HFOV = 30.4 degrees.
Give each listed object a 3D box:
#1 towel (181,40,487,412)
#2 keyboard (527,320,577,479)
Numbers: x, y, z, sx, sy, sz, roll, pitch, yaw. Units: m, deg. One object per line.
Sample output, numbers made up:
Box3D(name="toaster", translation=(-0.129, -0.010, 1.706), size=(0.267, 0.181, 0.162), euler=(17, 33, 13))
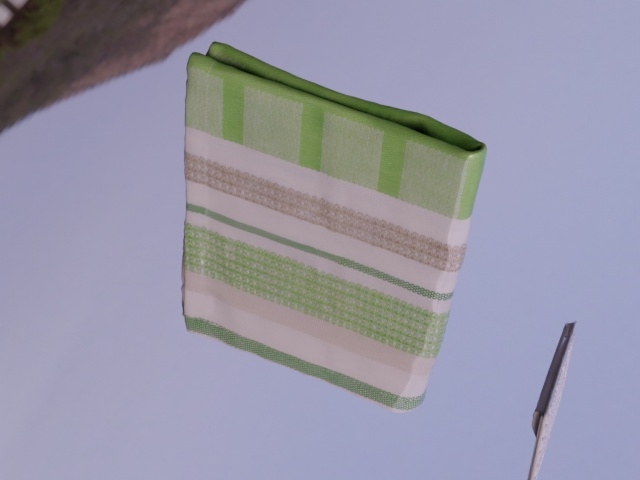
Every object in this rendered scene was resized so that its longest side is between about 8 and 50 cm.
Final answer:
Box3D(name="towel", translation=(0.000, 0.000, 0.454), size=(0.152, 0.113, 0.023), euler=(99, 15, -47))
Box3D(name="keyboard", translation=(0.199, 0.137, 1.007), size=(0.014, 0.072, 0.256), euler=(7, -166, 16))
